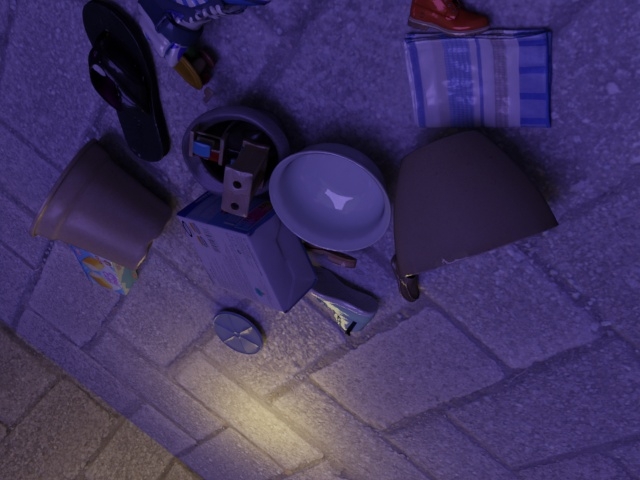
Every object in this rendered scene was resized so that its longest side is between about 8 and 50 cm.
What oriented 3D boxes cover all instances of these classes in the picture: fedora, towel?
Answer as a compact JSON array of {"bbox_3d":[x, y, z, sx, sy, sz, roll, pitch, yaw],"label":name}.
[{"bbox_3d":[-0.191,-0.237,1.533,0.276,0.124,0.243,-19,118,30],"label":"fedora"},{"bbox_3d":[0.308,-0.314,1.230,0.285,0.034,0.209,6,131,27],"label":"towel"}]

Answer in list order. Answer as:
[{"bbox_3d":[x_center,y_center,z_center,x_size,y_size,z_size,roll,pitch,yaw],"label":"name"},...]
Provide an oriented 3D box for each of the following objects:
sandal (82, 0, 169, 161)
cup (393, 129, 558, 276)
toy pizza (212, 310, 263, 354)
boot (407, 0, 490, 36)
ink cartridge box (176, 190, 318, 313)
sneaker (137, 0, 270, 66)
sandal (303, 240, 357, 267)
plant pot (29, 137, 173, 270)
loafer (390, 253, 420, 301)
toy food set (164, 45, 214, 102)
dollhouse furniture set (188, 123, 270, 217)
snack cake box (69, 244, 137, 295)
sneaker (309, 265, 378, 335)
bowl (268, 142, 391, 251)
[{"bbox_3d":[-0.506,-0.388,1.605,0.168,0.107,0.445,8,131,25],"label":"sandal"},{"bbox_3d":[0.283,-0.086,1.276,0.331,0.331,0.236,-22,86,42],"label":"cup"},{"bbox_3d":[-0.282,0.316,2.146,0.201,0.032,0.201,17,133,19],"label":"toy pizza"},{"bbox_3d":[0.241,-0.430,1.153,0.158,0.059,0.084,18,130,19],"label":"boot"},{"bbox_3d":[-0.224,0.013,1.712,0.396,0.151,0.270,13,135,44],"label":"ink cartridge box"},{"bbox_3d":[-0.253,-0.474,1.318,0.323,0.130,0.236,27,117,21],"label":"sneaker"},{"bbox_3d":[0.004,0.000,1.673,0.240,0.088,0.079,21,102,34],"label":"sandal"},{"bbox_3d":[-0.620,-0.077,1.827,0.306,0.333,0.334,33,138,-14],"label":"plant pot"},{"bbox_3d":[0.230,0.102,1.626,0.050,0.056,0.148,-3,125,41],"label":"loafer"},{"bbox_3d":[-0.310,-0.435,1.481,0.218,0.071,0.128,47,167,-6],"label":"toy food set"},{"bbox_3d":[-0.230,-0.161,1.437,0.184,0.129,0.129,17,130,4],"label":"dollhouse furniture set"},{"bbox_3d":[-0.731,0.072,2.112,0.152,0.089,0.264,21,150,8],"label":"snack cake box"},{"bbox_3d":[0.030,0.181,1.793,0.256,0.094,0.151,29,140,8],"label":"sneaker"},{"bbox_3d":[0.038,-0.124,1.478,0.298,0.134,0.297,13,134,14],"label":"bowl"}]
